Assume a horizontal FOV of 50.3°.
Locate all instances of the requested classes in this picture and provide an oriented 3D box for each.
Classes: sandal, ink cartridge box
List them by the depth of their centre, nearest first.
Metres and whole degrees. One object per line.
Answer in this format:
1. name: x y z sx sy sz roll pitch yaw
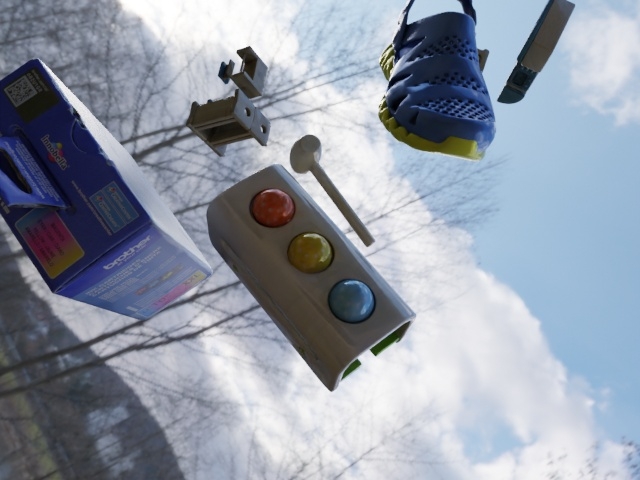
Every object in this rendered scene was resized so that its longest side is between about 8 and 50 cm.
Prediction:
1. sandal: 0.139 -0.209 0.807 0.317 0.126 0.138 -97 -159 -50
2. ink cartridge box: -0.313 -0.054 0.915 0.270 0.151 0.395 52 -7 12

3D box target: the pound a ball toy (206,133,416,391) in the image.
1. pound a ball toy: 0.000 0.000 0.887 0.319 0.208 0.136 50 -23 20

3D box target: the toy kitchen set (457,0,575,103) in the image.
1. toy kitchen set: 0.298 -0.323 1.161 0.166 0.122 0.207 28 -27 7

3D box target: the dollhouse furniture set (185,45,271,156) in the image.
1. dollhouse furniture set: -0.188 -0.303 1.503 0.129 0.184 0.129 -8 -32 29
